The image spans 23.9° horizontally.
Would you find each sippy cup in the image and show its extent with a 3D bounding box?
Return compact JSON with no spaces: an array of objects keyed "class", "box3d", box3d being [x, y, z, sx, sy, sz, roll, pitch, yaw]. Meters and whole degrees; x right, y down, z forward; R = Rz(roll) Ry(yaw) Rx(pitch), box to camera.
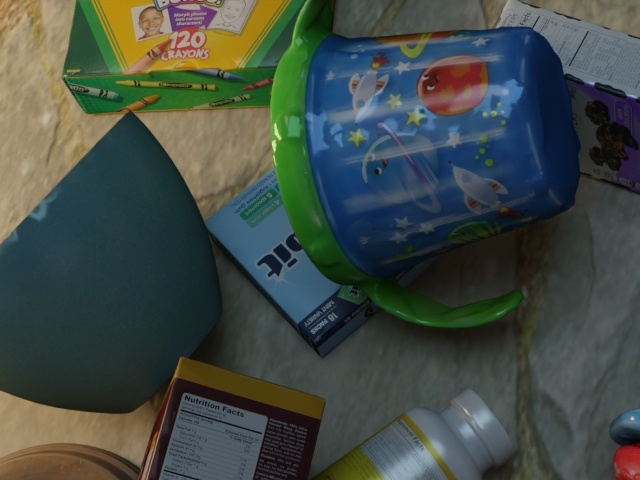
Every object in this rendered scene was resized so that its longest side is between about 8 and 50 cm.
[{"class":"sippy cup","box3d":[0.105,-0.088,1.347,0.224,0.305,0.240,-9,51,24]}]

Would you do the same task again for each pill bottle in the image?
[{"class":"pill bottle","box3d":[0.078,0.213,1.339,0.184,0.103,0.103,-34,60,-7]}]

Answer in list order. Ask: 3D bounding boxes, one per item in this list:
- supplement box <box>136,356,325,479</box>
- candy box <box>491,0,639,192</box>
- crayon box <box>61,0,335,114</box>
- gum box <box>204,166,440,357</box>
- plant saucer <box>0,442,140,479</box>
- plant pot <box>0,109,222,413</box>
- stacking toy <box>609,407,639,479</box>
[{"class":"supplement box","box3d":[-0.096,0.232,1.298,0.129,0.191,0.194,17,64,-6]},{"class":"candy box","box3d":[0.260,-0.131,1.446,0.196,0.165,0.070,21,67,23]},{"class":"crayon box","box3d":[-0.126,-0.230,1.637,0.278,0.081,0.165,-2,62,12]},{"class":"gum box","box3d":[0.000,0.000,1.507,0.157,0.041,0.184,-40,61,-10]},{"class":"plant saucer","box3d":[-0.261,0.314,1.400,0.278,0.041,0.278,-5,62,10]},{"class":"plant pot","box3d":[-0.207,0.048,1.422,0.195,0.290,0.290,43,76,-7]},{"class":"stacking toy","box3d":[0.288,0.297,1.233,0.175,0.166,0.302,17,78,10]}]
